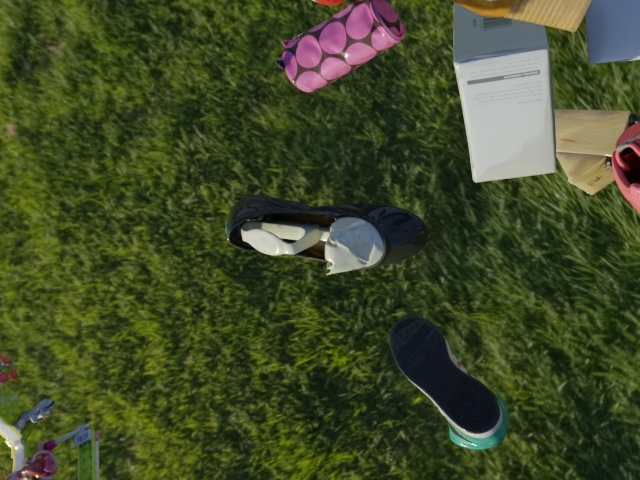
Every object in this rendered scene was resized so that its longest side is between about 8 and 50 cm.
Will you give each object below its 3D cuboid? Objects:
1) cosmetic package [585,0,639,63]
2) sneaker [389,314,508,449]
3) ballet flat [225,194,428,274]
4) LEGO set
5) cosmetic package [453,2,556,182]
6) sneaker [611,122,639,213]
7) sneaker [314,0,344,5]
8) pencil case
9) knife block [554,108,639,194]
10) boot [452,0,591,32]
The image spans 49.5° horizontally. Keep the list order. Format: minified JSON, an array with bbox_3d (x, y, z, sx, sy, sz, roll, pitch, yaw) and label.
[{"bbox_3d":[0.634,-0.444,1.256,0.230,0.453,0.162,1,112,31],"label":"cosmetic package"},{"bbox_3d":[0.250,0.278,1.306,0.123,0.178,0.295,-36,44,-2],"label":"sneaker"},{"bbox_3d":[0.000,0.000,0.934,0.280,0.096,0.095,5,119,17],"label":"ballet flat"},{"bbox_3d":[-0.318,0.205,0.743,0.107,0.132,0.287,-29,75,22],"label":"LEGO set"},{"bbox_3d":[0.297,-0.254,1.115,0.138,0.225,0.224,-5,43,16],"label":"cosmetic package"},{"bbox_3d":[0.536,-0.133,1.138,0.136,0.314,0.116,38,121,-17],"label":"sneaker"},{"bbox_3d":[-0.018,-0.494,1.150,0.107,0.279,0.118,-31,48,4],"label":"sneaker"},{"bbox_3d":[0.032,-0.322,1.127,0.209,0.095,0.098,-21,87,35],"label":"pencil case"},{"bbox_3d":[0.599,-0.220,1.405,0.242,0.088,0.276,-41,47,32],"label":"knife block"},{"bbox_3d":[0.197,-0.355,0.649,0.211,0.104,0.295,22,126,6],"label":"boot"}]
